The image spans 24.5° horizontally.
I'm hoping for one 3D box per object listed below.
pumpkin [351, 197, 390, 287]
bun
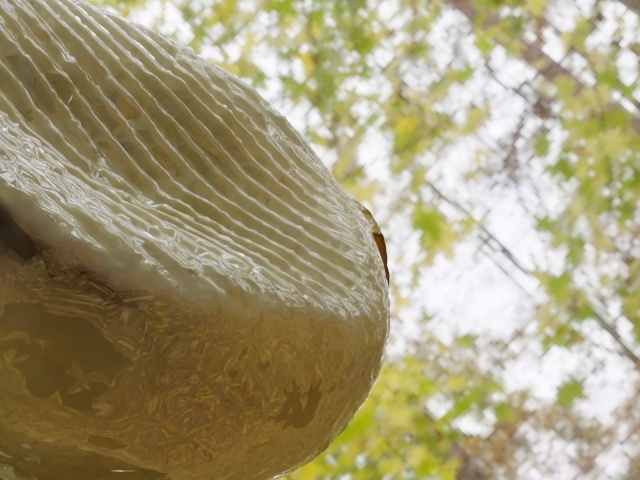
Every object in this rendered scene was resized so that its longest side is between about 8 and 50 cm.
[{"bbox_3d":[0.001,0.000,0.948,0.035,0.101,0.073,-24,-45,-40],"label":"pumpkin"},{"bbox_3d":[-0.086,0.010,0.487,0.222,0.222,0.127,-7,-43,-54],"label":"bun"}]
